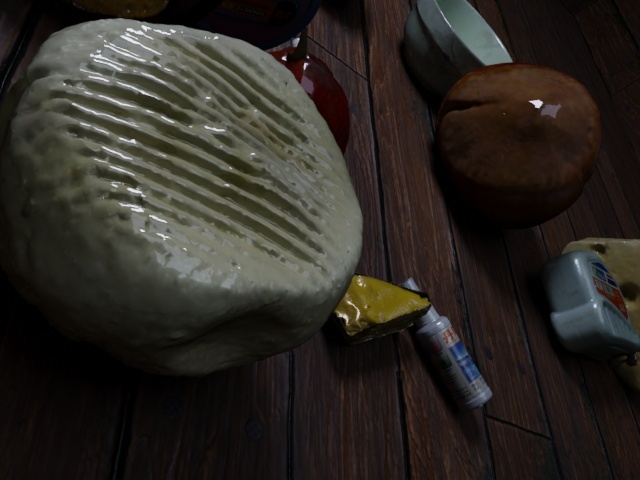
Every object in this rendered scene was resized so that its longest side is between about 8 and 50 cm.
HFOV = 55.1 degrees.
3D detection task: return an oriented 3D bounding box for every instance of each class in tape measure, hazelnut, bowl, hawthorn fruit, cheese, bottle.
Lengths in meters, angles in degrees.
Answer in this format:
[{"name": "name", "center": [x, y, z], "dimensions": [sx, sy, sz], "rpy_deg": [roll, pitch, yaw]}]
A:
[{"name": "tape measure", "center": [-0.106, -0.404, 0.900], "dimensions": [0.232, 0.245, 0.149], "rpy_deg": [-5, 61, -37]}, {"name": "hazelnut", "center": [0.406, -0.194, 1.276], "dimensions": [0.372, 0.316, 0.372], "rpy_deg": [-9, 90, -76]}, {"name": "bowl", "center": [0.316, -0.452, 1.469], "dimensions": [0.307, 0.163, 0.307], "rpy_deg": [28, 44, -31]}, {"name": "tape measure", "center": [0.578, 0.148, 1.334], "dimensions": [0.243, 0.125, 0.246], "rpy_deg": [21, 51, -45]}, {"name": "hawthorn fruit", "center": [-0.053, -0.166, 0.805], "dimensions": [0.190, 0.251, 0.189], "rpy_deg": [15, 34, -10]}, {"name": "cheese", "center": [0.773, 0.117, 1.384], "dimensions": [0.104, 0.384, 0.383], "rpy_deg": [-10, 70, -48]}, {"name": "bottle", "center": [0.184, 0.157, 0.946], "dimensions": [0.060, 0.060, 0.217], "rpy_deg": [-24, 81, -53]}]

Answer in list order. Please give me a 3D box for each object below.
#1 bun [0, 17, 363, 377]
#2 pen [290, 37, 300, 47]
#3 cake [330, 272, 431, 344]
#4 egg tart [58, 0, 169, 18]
[{"name": "bun", "center": [-0.136, -0.035, 0.598], "dimensions": [0.349, 0.227, 0.352], "rpy_deg": [32, 47, -28]}, {"name": "pen", "center": [-0.024, -0.273, 1.075], "dimensions": [0.025, 0.025, 0.204], "rpy_deg": [14, 54, -42]}, {"name": "cake", "center": [0.067, 0.086, 0.877], "dimensions": [0.185, 0.079, 0.116], "rpy_deg": [-19, 64, -42]}, {"name": "egg tart", "center": [-0.278, -0.393, 0.768], "dimensions": [0.215, 0.170, 0.215], "rpy_deg": [19, 43, -19]}]
